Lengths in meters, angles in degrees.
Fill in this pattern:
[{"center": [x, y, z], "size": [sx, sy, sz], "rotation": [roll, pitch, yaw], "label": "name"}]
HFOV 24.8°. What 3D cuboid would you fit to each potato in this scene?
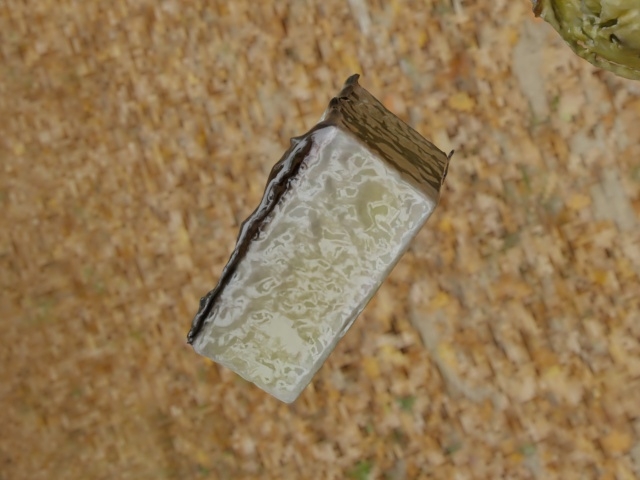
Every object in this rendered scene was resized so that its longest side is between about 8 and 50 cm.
[{"center": [-0.001, 0.002, 0.592], "size": [0.061, 0.086, 0.122], "rotation": [33, 113, 0], "label": "potato"}]

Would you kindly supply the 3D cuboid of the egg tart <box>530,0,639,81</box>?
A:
[{"center": [0.289, -0.238, 1.125], "size": [0.095, 0.279, 0.279], "rotation": [-92, -3, -57], "label": "egg tart"}]
